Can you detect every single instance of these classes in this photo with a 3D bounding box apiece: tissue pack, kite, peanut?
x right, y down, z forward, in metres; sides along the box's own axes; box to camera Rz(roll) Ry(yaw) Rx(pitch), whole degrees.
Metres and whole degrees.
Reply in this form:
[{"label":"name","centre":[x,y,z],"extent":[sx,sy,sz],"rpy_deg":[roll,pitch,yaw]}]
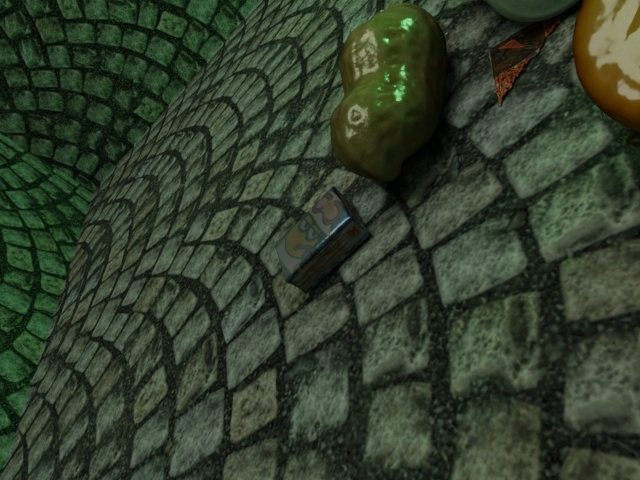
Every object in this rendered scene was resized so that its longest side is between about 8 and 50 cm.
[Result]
[{"label":"tissue pack","centre":[0.000,0.000,0.898],"extent":[0.155,0.065,0.115],"rpy_deg":[-43,34,14]},{"label":"kite","centre":[0.312,-0.308,0.856],"extent":[0.222,0.008,0.125],"rpy_deg":[-53,28,-1]},{"label":"peanut","centre":[0.115,-0.257,0.884],"extent":[0.170,0.192,0.387],"rpy_deg":[-15,47,36]}]

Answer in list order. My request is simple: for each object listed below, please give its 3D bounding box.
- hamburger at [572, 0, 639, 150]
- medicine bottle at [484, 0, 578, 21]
[{"label":"hamburger","centre":[0.371,-0.184,0.483],"extent":[0.246,0.170,0.246],"rpy_deg":[-12,74,47]},{"label":"medicine bottle","centre":[0.309,-0.499,0.869],"extent":[0.190,0.190,0.332],"rpy_deg":[-38,33,23]}]
